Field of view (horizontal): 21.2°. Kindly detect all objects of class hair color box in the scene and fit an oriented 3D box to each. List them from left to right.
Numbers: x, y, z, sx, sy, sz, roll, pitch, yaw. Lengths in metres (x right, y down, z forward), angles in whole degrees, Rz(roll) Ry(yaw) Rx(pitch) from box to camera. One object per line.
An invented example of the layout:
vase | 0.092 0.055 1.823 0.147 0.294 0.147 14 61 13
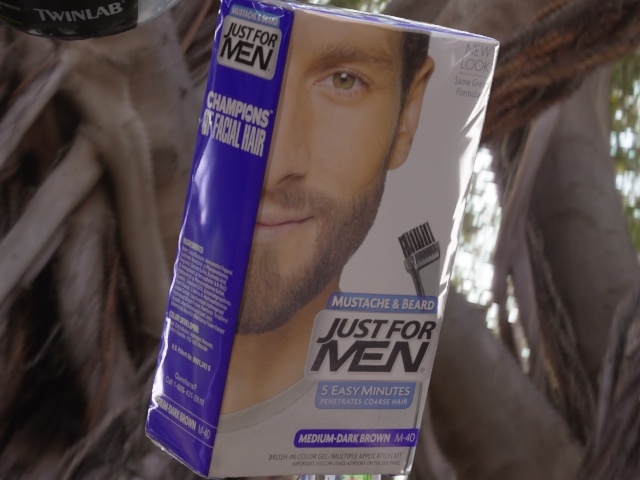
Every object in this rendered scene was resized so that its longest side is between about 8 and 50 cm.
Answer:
hair color box | 0.000 0.000 1.253 0.185 0.110 0.338 4 -79 -34

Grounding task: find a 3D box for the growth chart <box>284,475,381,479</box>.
growth chart | 0.013 0.241 1.598 0.021 0.237 0.171 2 -80 23

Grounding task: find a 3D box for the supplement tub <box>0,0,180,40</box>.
supplement tub | -0.103 -0.173 0.631 0.117 0.117 0.190 7 -31 10
